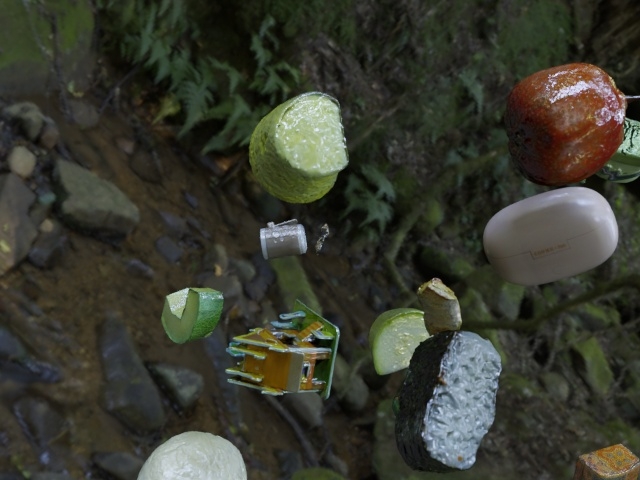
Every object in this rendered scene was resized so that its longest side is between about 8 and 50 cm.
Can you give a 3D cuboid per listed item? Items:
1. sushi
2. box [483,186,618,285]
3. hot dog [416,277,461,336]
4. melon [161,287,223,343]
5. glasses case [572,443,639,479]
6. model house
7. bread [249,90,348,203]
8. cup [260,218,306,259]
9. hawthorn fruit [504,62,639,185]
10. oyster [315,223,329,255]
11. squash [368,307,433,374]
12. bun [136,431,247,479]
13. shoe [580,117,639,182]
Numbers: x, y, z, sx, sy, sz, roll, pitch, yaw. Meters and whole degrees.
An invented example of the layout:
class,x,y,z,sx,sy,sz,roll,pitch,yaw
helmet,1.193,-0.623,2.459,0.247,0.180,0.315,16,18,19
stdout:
class,x,y,z,sx,sy,sz,roll,pitch,yaw
sushi,0.194,0.250,1.215,0.124,0.127,0.225,28,63,-18
box,0.355,-0.004,1.205,0.146,0.200,0.088,58,25,-28
hot dog,0.226,0.121,1.463,0.169,0.078,0.061,73,29,-44
melon,-0.263,0.148,1.578,0.064,0.209,0.118,-4,94,-33
glasses case,0.363,0.378,1.027,0.075,0.218,0.049,-7,25,-24
model house,-0.156,0.321,2.396,0.312,0.242,0.357,7,12,-26
bread,-0.028,-0.118,0.983,0.114,0.111,0.129,147,-69,-65
cup,-0.084,-0.001,1.802,0.102,0.099,0.074,-89,172,-76
hawthorn fruit,0.339,-0.158,1.022,0.157,0.194,0.157,-20,90,-78
oyster,0.001,-0.003,1.943,0.019,0.083,0.054,23,-5,-7
squash,0.248,0.268,2.225,0.155,0.237,0.204,61,8,-70
bun,-0.321,0.694,2.066,0.352,0.227,0.349,-54,132,-39
shoe,0.581,-0.199,1.633,0.262,0.128,0.140,17,43,13
